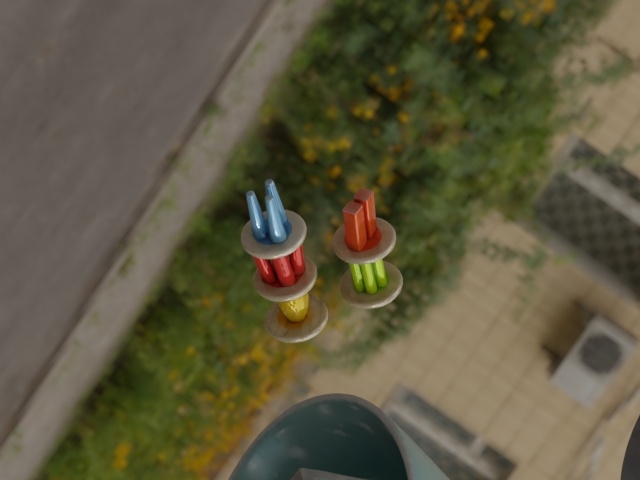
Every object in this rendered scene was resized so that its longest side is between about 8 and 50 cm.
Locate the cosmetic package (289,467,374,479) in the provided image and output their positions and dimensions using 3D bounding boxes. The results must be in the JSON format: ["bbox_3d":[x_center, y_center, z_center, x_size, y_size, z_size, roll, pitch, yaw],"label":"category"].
[{"bbox_3d":[-0.023,0.267,1.096,0.238,0.107,0.127,-53,-139,29],"label":"cosmetic package"}]

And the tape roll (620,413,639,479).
[{"bbox_3d":[0.335,0.182,1.327,0.219,0.219,0.072,-55,-152,-6],"label":"tape roll"}]

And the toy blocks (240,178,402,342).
[{"bbox_3d":[0.000,0.000,1.391,0.123,0.054,0.148,-24,135,-11],"label":"toy blocks"}]

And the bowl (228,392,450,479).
[{"bbox_3d":[0.040,0.322,1.742,0.311,0.163,0.312,-28,-129,41],"label":"bowl"}]
